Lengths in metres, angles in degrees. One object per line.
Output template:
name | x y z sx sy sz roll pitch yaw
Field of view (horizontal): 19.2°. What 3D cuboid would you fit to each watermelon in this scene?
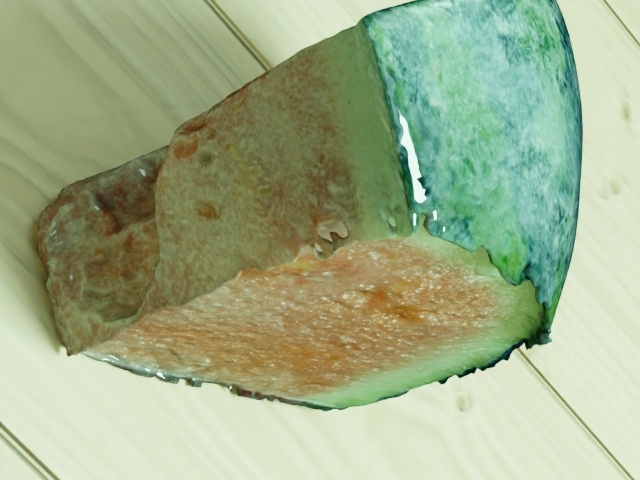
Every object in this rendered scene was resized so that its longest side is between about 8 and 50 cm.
watermelon | 0.000 0.000 0.758 0.226 0.318 0.148 -15 88 -5
